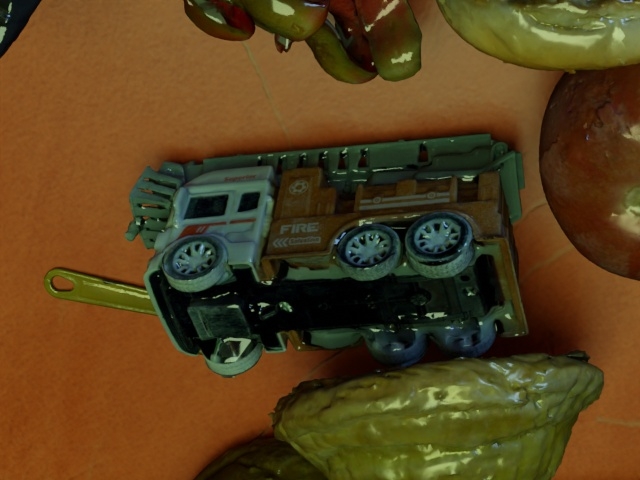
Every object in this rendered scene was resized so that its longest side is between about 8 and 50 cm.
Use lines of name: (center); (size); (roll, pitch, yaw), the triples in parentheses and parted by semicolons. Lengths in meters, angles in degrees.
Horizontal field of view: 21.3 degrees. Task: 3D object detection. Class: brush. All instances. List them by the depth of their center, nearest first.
brush: (-0.153, 0.056, 1.542); (0.205, 0.011, 0.083); (11, 112, 4)

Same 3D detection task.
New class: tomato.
tomato: (0.278, -0.075, 1.345); (0.208, 0.184, 0.208); (14, 128, 19)

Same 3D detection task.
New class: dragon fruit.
dragon fruit: (-0.048, -0.262, 1.312); (0.243, 0.227, 0.307); (-1, 125, 11)

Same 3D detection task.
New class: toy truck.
toy truck: (0.000, 0.000, 1.419); (0.338, 0.184, 0.133); (-4, 137, 14)

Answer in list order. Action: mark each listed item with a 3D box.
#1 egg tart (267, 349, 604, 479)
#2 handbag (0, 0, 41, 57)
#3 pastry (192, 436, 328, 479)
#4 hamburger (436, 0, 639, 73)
egg tart: (0.099, 0.162, 1.407); (0.290, 0.290, 0.115); (-7, 80, 10)
handbag: (-0.230, -0.269, 1.316); (0.088, 0.254, 0.211); (18, 113, -24)
pastry: (-0.030, 0.301, 1.561); (0.240, 0.132, 0.235); (-39, 109, 25)
hamburger: (0.185, -0.233, 1.280); (0.244, 0.244, 0.163); (-9, 115, 11)
